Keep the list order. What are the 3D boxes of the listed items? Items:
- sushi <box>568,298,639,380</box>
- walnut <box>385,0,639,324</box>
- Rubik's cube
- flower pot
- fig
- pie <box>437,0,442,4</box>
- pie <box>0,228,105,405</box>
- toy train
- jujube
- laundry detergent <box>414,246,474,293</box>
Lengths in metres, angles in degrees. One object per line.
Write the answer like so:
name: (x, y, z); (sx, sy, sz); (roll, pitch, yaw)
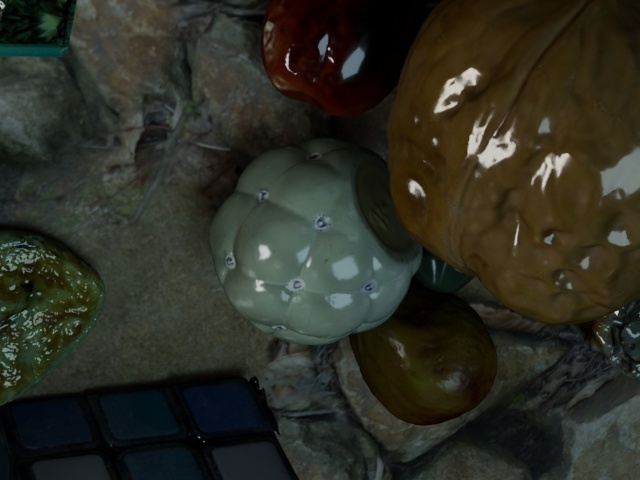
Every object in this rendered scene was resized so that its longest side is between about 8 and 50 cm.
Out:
sushi: (0.539, 0.035, 1.925); (0.417, 0.176, 0.418); (-15, 131, -18)
walnut: (0.244, -0.105, 1.382); (0.308, 0.354, 0.398); (-43, 160, -38)
Rubik's cube: (-0.223, 0.417, 1.698); (0.358, 0.362, 0.363); (-4, 128, -29)
flower pot: (0.000, 0.000, 1.564); (0.195, 0.246, 0.246); (-28, 139, 29)
fig: (0.109, 0.105, 1.776); (0.190, 0.190, 0.290); (-34, 106, -1)
pie: (0.181, -0.322, 1.494); (0.218, 0.052, 0.185); (45, 62, -61)
pie: (-0.363, 0.090, 1.567); (0.240, 0.054, 0.241); (-14, 128, -19)
toy train: (-0.279, -0.267, 1.253); (0.107, 0.154, 0.198); (-4, 141, -25)
jujube: (0.035, -0.251, 1.450); (0.168, 0.168, 0.236); (27, 92, -40)
laundry detergent: (0.146, -0.037, 1.714); (0.144, 0.078, 0.222); (-51, 137, -15)
